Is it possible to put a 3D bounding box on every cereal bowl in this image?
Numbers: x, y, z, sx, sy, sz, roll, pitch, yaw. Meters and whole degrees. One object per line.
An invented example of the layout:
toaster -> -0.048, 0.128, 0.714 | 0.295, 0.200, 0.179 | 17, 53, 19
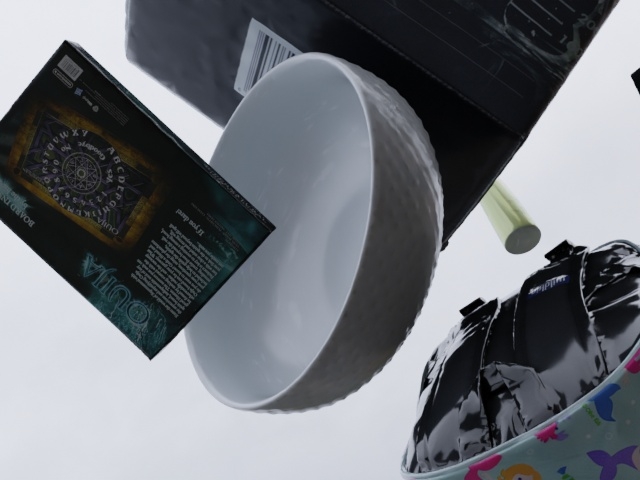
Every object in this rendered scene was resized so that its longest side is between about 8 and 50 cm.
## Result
cereal bowl -> 0.000, 0.000, 0.737 | 0.141, 0.339, 0.339 | 14, -51, -32

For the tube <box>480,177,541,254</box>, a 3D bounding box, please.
tube -> 0.287, -0.076, 1.266 | 0.062, 0.240, 0.070 | -14, -49, -3

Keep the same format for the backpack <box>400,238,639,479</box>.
backpack -> 0.177, 0.128, 0.549 | 0.225, 0.191, 0.253 | -35, -2, 22

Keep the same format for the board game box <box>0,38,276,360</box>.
board game box -> -0.140, -0.026, 0.522 | 0.186, 0.026, 0.126 | 44, -80, -1

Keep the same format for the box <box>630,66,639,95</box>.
box -> 0.471, -0.200, 0.632 | 0.296, 0.073, 0.293 | -11, -16, -16

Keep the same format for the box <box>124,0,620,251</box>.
box -> 0.093, -0.315, 0.968 | 0.471, 0.480, 0.297 | -51, -6, -33
